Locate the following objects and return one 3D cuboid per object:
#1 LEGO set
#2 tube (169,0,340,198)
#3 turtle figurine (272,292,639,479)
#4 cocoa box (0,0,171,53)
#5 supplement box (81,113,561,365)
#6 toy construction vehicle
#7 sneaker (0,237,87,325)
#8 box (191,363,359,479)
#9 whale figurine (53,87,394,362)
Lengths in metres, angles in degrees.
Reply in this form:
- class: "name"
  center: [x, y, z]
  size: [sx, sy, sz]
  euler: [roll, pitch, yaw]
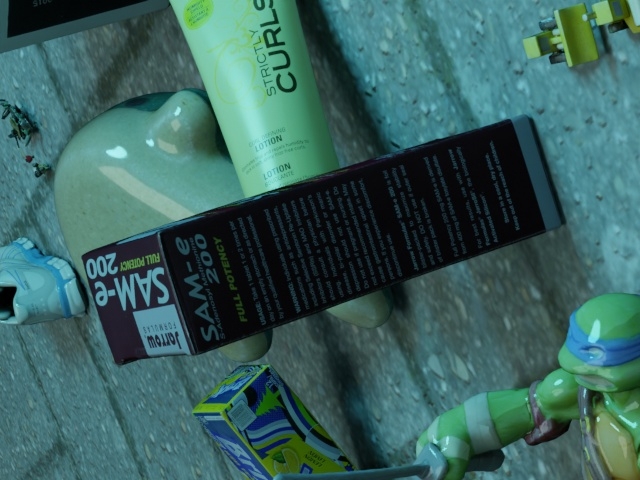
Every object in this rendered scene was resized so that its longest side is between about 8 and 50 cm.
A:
- class: "LEGO set"
  center: [-0.274, -0.100, 1.846]
  size: [0.054, 0.023, 0.083]
  euler: [17, 135, 62]
- class: "tube"
  center: [-0.038, -0.095, 1.268]
  size: [0.062, 0.070, 0.240]
  euler: [125, 133, -56]
- class: "turtle figurine"
  center: [0.127, 0.170, 0.994]
  size: [0.198, 0.274, 0.266]
  euler: [3, 135, 38]
- class: "cocoa box"
  center: [-0.297, -0.273, 1.391]
  size: [0.228, 0.347, 0.231]
  euler: [53, 149, 33]
- class: "supplement box"
  center: [0.000, 0.000, 1.123]
  size: [0.130, 0.239, 0.073]
  euler: [-13, 95, 64]
- class: "toy construction vehicle"
  center: [0.128, -0.132, 1.018]
  size: [0.098, 0.035, 0.085]
  euler: [0, 107, 63]
- class: "sneaker"
  center: [-0.301, 0.046, 1.923]
  size: [0.191, 0.083, 0.071]
  euler: [11, 118, 62]
- class: "box"
  center: [-0.014, 0.167, 1.412]
  size: [0.169, 0.054, 0.059]
  euler: [52, 157, -13]
- class: "whale figurine"
  center: [-0.056, -0.018, 1.382]
  size: [0.272, 0.141, 0.216]
  euler: [8, 125, 35]
